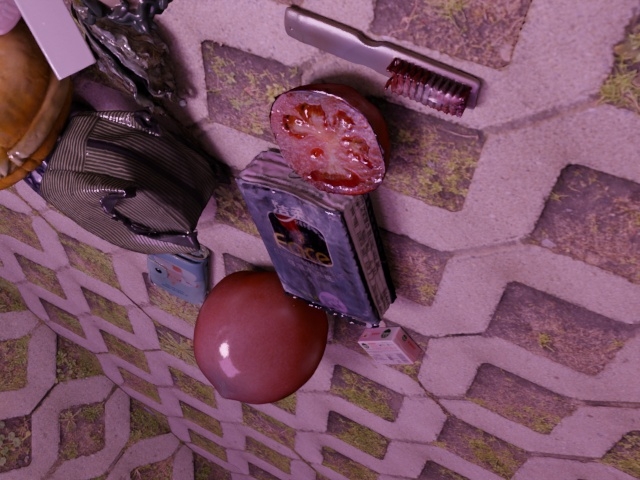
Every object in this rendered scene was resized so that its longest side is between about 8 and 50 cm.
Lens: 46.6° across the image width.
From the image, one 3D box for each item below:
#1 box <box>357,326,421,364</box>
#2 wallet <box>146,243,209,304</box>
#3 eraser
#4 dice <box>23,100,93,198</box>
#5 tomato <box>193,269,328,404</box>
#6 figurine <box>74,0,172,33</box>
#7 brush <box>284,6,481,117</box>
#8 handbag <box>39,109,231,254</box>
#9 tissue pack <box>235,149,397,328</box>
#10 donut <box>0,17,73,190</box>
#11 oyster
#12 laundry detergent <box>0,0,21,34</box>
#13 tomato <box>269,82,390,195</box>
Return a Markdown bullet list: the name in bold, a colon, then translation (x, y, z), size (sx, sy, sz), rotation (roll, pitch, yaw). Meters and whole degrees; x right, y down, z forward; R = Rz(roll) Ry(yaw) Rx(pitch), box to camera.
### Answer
- **box**: translation (0.160, 0.247, 1.737), size (0.125, 0.043, 0.089), rotation (-11, 127, 51)
- **wallet**: translation (-0.380, 0.071, 1.991), size (0.176, 0.075, 0.250), rotation (24, 149, 6)
- **eraser**: translation (-0.505, -0.436, 1.310), size (0.298, 0.076, 0.078), rotation (65, 166, -19)
- **dice**: translation (-0.580, -0.196, 1.698), size (0.183, 0.182, 0.181), rotation (49, 148, -19)
- **tomato**: translation (-0.149, 0.229, 1.749), size (0.321, 0.321, 0.321), rotation (25, 148, 17)
- **figurine**: translation (-0.266, -0.455, 1.044), size (0.261, 0.186, 0.382), rotation (27, 145, -9)
- **brush**: translation (0.080, -0.263, 1.104), size (0.321, 0.050, 0.060), rotation (26, 152, 15)
- **handbag**: translation (-0.364, -0.114, 1.528), size (0.240, 0.247, 0.340), rotation (7, 157, 40)
- **tissue pack**: translation (0.000, 0.000, 1.476), size (0.259, 0.122, 0.361), rotation (19, 148, 30)
- **donut**: translation (-0.703, -0.282, 1.498), size (0.449, 0.449, 0.198), rotation (20, 165, 24)
- **oyster**: translation (-0.353, -0.348, 1.362), size (0.198, 0.112, 0.268), rotation (37, 166, 40)
- **laundry detergent**: translation (-0.706, -0.493, 1.449), size (0.335, 0.159, 0.088), rotation (21, 175, 31)
- **tomato**: translation (0.026, -0.180, 1.232), size (0.225, 0.085, 0.225), rotation (26, 146, 19)
